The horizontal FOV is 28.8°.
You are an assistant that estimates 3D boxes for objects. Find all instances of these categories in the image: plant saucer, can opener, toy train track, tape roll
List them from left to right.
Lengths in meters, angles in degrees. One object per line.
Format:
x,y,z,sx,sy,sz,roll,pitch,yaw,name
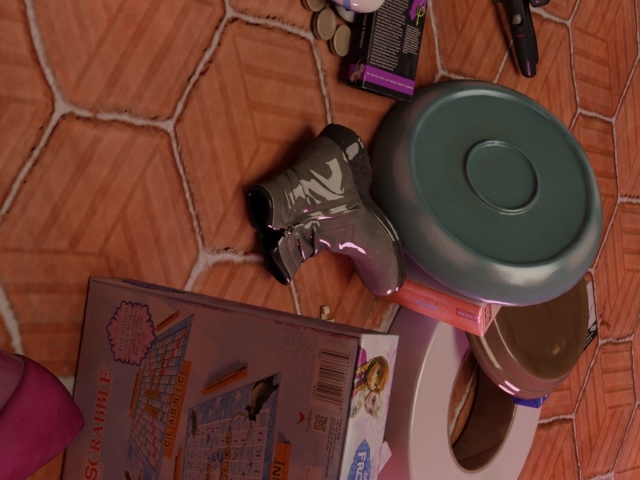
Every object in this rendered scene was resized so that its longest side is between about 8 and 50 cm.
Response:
0.006,0.121,1.507,0.048,0.014,0.083,-11,107,-52,toy train track
0.203,0.217,1.754,0.392,0.072,0.392,-17,112,-51,tape roll
0.218,-0.073,1.546,0.317,0.317,0.044,-52,180,-33,plant saucer
0.286,-0.305,1.758,0.186,0.073,0.059,77,33,-42,can opener
0.287,0.078,1.709,0.278,0.041,0.278,12,72,-43,plant saucer

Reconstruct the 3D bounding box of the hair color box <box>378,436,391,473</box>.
0.015,0.287,1.526,0.167,0.053,0.093,-52,135,-36,hair color box

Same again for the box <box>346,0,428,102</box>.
0.083,-0.254,1.491,0.116,0.029,0.162,7,94,-56,box

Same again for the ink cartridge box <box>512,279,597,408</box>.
0.340,0.147,1.827,0.207,0.046,0.097,-39,126,-44,ink cartridge box

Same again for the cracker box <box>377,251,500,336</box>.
0.188,-0.002,1.599,0.232,0.155,0.067,-54,152,-32,cracker box

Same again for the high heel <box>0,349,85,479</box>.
-0.312,0.256,0.993,0.181,0.127,0.377,43,59,-38,high heel

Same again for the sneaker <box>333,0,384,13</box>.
0.017,-0.338,1.337,0.085,0.086,0.237,-57,133,-27,sneaker

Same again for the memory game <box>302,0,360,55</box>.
0.037,-0.305,1.450,0.186,0.012,0.186,-16,111,-52,memory game

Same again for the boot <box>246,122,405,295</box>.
0.000,0.000,1.435,0.161,0.083,0.246,-42,129,-27,boot

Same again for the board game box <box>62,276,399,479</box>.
-0.099,0.212,1.124,0.066,0.318,0.319,7,93,-55,board game box
